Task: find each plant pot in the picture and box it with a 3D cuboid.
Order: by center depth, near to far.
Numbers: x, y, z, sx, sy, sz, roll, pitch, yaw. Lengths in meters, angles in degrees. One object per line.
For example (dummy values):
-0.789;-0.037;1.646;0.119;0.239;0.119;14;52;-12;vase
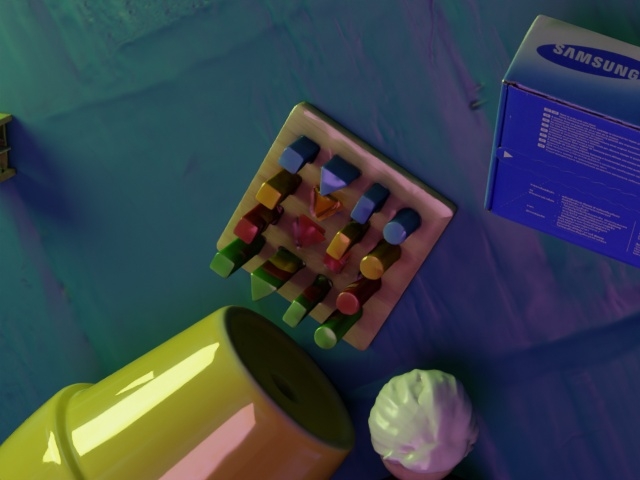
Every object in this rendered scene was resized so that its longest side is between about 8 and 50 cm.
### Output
-0.109;0.193;1.304;0.239;0.254;0.254;-42;90;14;plant pot

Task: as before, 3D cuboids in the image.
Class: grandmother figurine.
0.067;0.266;1.300;0.104;0.208;0.342;36;127;46;grandmother figurine

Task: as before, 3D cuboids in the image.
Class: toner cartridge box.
0.297;-0.032;1.095;0.348;0.075;0.165;21;149;13;toner cartridge box

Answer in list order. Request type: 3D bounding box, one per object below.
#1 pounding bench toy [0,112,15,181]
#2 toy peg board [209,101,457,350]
-0.319;-0.075;1.368;0.052;0.083;0.065;7;111;20;pounding bench toy
0.000;0.000;1.269;0.161;0.079;0.160;35;118;6;toy peg board
